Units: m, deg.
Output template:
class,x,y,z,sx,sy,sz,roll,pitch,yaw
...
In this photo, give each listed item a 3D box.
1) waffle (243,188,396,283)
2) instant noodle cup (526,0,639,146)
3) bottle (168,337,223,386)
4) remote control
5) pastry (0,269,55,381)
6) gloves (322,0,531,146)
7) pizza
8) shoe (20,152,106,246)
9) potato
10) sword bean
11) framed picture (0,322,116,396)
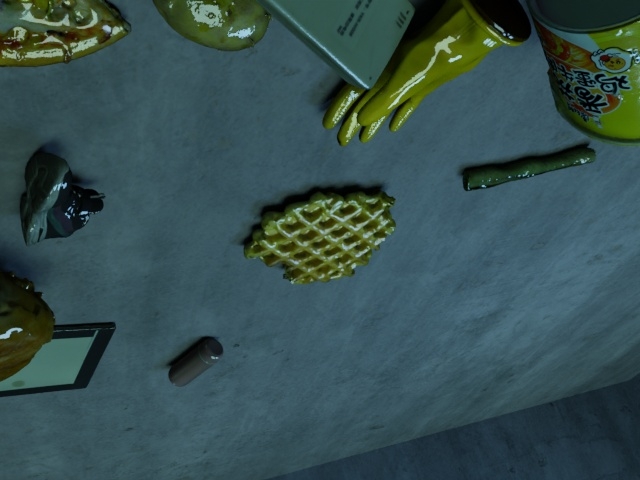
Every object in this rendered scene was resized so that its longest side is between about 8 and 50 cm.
class,x,y,z,sx,sy,sz,roll,pitch,yaw
waffle,0.001,0.002,1.248,0.291,0.051,0.291,-16,148,-10
instant noodle cup,0.375,-0.271,0.841,0.264,0.264,0.200,-32,142,19
bottle,-0.265,0.260,1.508,0.140,0.053,0.053,-39,146,29
remote control,-0.001,-0.274,0.756,0.285,0.038,0.123,25,96,-51
pastry,-0.533,0.124,0.987,0.255,0.162,0.311,-29,168,15
gloves,0.123,-0.212,0.930,0.133,0.116,0.294,14,143,-35
pizza,-0.273,-0.237,0.688,0.184,0.036,0.176,-6,147,-25
shoe,-0.334,-0.052,0.931,0.099,0.071,0.169,-2,150,-35
potato,-0.109,-0.246,0.739,0.138,0.070,0.091,11,119,-46
sword bean,0.378,-0.131,1.281,0.269,0.038,0.043,-13,175,-14
framed picture,-0.575,0.229,1.298,0.347,0.016,0.265,-1,146,-32
